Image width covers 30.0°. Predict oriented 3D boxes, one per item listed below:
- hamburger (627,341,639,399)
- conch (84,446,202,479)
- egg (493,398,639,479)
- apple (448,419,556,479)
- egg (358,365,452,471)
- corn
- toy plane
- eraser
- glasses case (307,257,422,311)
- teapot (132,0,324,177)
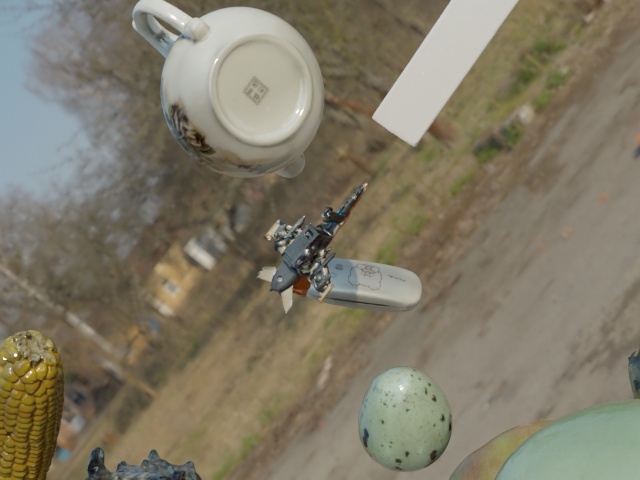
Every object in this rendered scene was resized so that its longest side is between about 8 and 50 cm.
[{"bbox_3d":[0.470,0.149,1.241,0.309,0.132,0.211,-9,25,26],"label":"hamburger"},{"bbox_3d":[-0.196,0.395,1.438,0.240,0.313,0.186,-45,0,0],"label":"conch"},{"bbox_3d":[0.258,0.218,0.877,0.282,0.203,0.203,-3,33,30],"label":"egg"},{"bbox_3d":[0.370,0.443,1.885,0.319,0.319,0.277,-49,48,36],"label":"apple"},{"bbox_3d":[0.108,0.232,1.584,0.131,0.131,0.164,-55,-37,-41],"label":"egg"},{"bbox_3d":[-0.339,0.219,1.332,0.313,0.102,0.102,-67,-6,34],"label":"corn"},{"bbox_3d":[-0.007,-0.002,1.472,0.062,0.135,0.188,7,-54,-48],"label":"toy plane"},{"bbox_3d":[0.187,-0.272,1.631,0.298,0.076,0.078,-55,-1,24],"label":"eraser"},{"bbox_3d":[0.064,0.070,1.886,0.049,0.193,0.074,101,175,-49],"label":"glasses case"},{"bbox_3d":[-0.104,-0.187,1.448,0.204,0.298,0.139,-46,19,-15],"label":"teapot"}]
